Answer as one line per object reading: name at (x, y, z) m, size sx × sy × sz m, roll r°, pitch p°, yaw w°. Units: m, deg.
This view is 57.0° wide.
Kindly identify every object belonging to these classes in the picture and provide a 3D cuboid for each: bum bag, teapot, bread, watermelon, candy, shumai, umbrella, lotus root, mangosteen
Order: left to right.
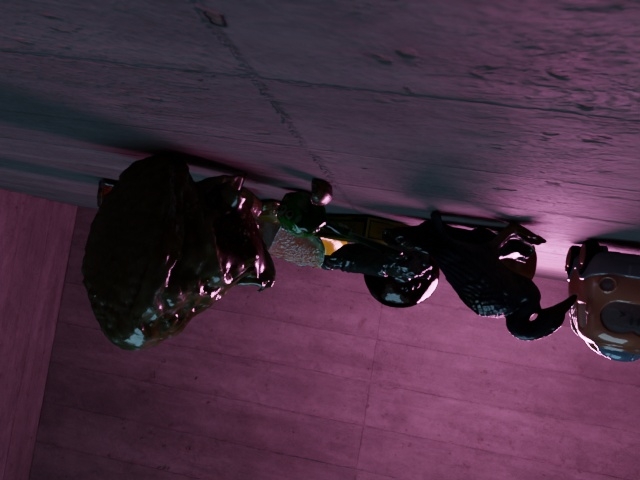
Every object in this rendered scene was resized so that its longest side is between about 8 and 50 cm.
shumai at (-0.204, 0.034, 0.981) m, size 0.291 × 0.330 × 0.288 m, roll -24°, pitch 146°, yaw 34°
bread at (-0.119, -0.069, 1.449) m, size 0.135 × 0.054 × 0.154 m, roll 11°, pitch 176°, yaw 32°
watermelon at (-0.059, -0.022, 1.599) m, size 0.231 × 0.128 × 0.146 m, roll 22°, pitch 156°, yaw -27°
lotus root at (0.003, -0.076, 0.974) m, size 0.030 × 0.038 × 0.083 m, roll 5°, pitch 176°, yaw 11°
candy at (0.050, -0.017, 1.204) m, size 0.323 × 0.097 × 0.097 m, roll 21°, pitch 171°, yaw -34°
umbrella at (0.133, 0.053, 1.599) m, size 0.348 × 0.094 × 0.143 m, roll 0°, pitch 157°, yaw 47°
mangosteen at (0.236, 0.084, 1.773) m, size 0.228 × 0.228 × 0.265 m, roll 9°, pitch -168°, yaw -7°
bum bag at (0.290, 0.000, 1.274) m, size 0.326 × 0.080 × 0.142 m, roll 5°, pitch -176°, yaw 18°
teapot at (0.455, 0.051, 1.419) m, size 0.116 × 0.116 × 0.173 m, roll 9°, pitch 143°, yaw -1°

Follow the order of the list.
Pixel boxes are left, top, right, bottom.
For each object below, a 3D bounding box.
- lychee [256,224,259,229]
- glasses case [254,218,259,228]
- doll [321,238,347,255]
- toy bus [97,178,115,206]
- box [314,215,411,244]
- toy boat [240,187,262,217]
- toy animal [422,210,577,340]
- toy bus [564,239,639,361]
lychee at (-0.325, 0.016, 1.767) m, size 0.319 × 0.270 × 0.270 m, roll 21°, pitch 177°, yaw -2°
glasses case at (-0.192, -0.045, 2.007) m, size 0.193 × 0.070 × 0.102 m, roll 9°, pitch 176°, yaw -10°
doll at (0.000, 0.000, 1.873) m, size 0.199 × 0.145 × 0.363 m, roll -31°, pitch 158°, yaw 8°
toy bus at (-0.568, -0.120, 1.606) m, size 0.079 × 0.077 × 0.174 m, roll 11°, pitch 177°, yaw -26°
box at (0.101, -0.024, 1.488) m, size 0.140 × 0.064 × 0.220 m, roll 8°, pitch 177°, yaw -34°
toy boat at (-0.174, -0.076, 1.286) m, size 0.088 × 0.068 × 0.226 m, roll 3°, pitch 176°, yaw 5°
toy animal at (0.319, 0.051, 1.086) m, size 0.298 × 0.185 × 0.122 m, roll 28°, pitch -173°, yaw 14°
toy bus at (0.603, 0.124, 1.200) m, size 0.194 × 0.232 × 0.287 m, roll 11°, pitch 180°, yaw 11°
